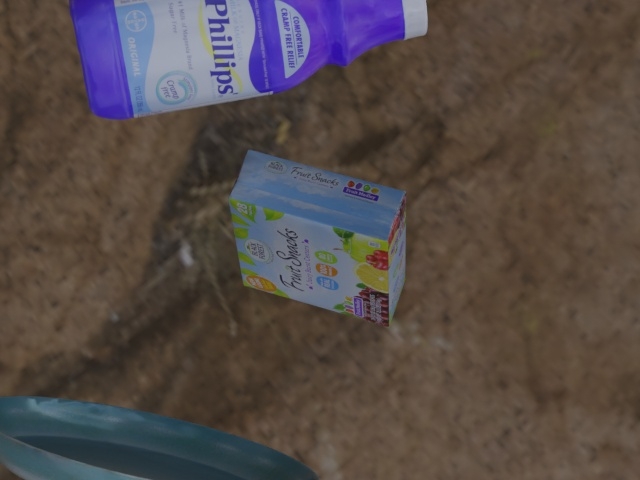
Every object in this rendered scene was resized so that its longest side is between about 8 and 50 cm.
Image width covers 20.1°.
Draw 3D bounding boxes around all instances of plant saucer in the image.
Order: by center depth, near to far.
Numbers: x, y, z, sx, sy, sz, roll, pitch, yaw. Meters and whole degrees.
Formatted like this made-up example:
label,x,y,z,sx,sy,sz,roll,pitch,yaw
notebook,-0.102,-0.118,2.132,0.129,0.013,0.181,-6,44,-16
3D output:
label,x,y,z,sx,sy,sz,roll,pitch,yaw
plant saucer,-0.159,0.200,1.619,0.318,0.317,0.043,11,93,-32

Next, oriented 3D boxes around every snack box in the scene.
label,x,y,z,sx,sy,sz,roll,pitch,yaw
snack box,0.000,0.000,1.913,0.207,0.174,0.070,88,21,-62

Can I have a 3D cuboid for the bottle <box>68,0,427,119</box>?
label,x,y,z,sx,sy,sz,roll,pitch,yaw
bottle,-0.057,-0.175,1.463,0.283,0.092,0.118,-10,121,-5
